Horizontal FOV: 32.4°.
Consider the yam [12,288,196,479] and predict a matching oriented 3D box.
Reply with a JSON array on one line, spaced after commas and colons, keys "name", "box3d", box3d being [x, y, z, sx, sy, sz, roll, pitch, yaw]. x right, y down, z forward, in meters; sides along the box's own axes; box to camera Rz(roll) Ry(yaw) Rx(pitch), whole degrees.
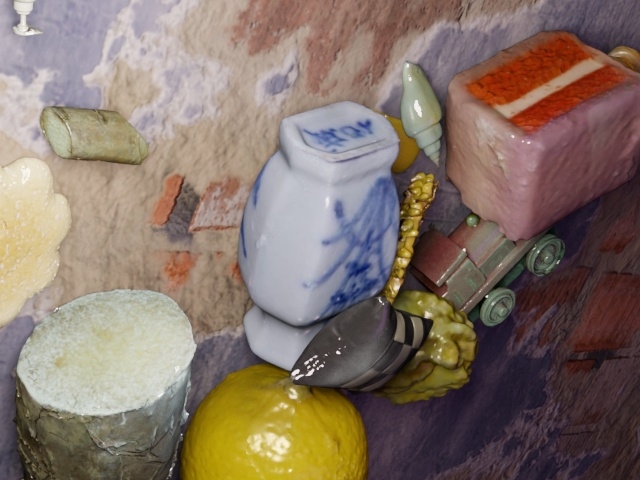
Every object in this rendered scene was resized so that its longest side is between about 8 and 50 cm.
[{"name": "yam", "box3d": [-0.308, 0.264, 1.568, 0.241, 0.241, 0.348, -17, 134, -35]}]

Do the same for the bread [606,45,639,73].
[{"name": "bread", "box3d": [0.543, -0.287, 2.066, 0.177, 0.084, 0.119, -41, 142, -18]}]

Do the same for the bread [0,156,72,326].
[{"name": "bread", "box3d": [-0.399, 0.010, 1.398, 0.182, 0.039, 0.251, 0, 120, -45]}]

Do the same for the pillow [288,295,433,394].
[{"name": "pillow", "box3d": [0.068, 0.163, 1.674, 0.186, 0.106, 0.250, -41, 157, 9]}]

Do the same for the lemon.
[{"name": "lemon", "box3d": [-0.076, 0.361, 1.795, 0.336, 0.336, 0.336, -26, 136, -28]}]

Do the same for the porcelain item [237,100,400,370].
[{"name": "porcelain item", "box3d": [0.000, 0.000, 1.671, 0.242, 0.178, 0.405, -20, 139, -34]}]

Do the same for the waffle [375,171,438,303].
[{"name": "waffle", "box3d": [0.135, 0.001, 1.827, 0.229, 0.051, 0.232, -71, 180, -52]}]

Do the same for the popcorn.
[{"name": "popcorn", "box3d": [0.131, 0.196, 1.952, 0.286, 0.174, 0.225, -1, 142, -4]}]

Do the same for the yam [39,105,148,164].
[{"name": "yam", "box3d": [-0.276, -0.132, 1.379, 0.146, 0.070, 0.070, 0, 120, -43]}]

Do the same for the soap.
[{"name": "soap", "box3d": [0.106, -0.157, 1.770, 0.168, 0.033, 0.089, 10, 104, -48]}]

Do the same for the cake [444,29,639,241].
[{"name": "cake", "box3d": [0.372, -0.179, 1.855, 0.309, 0.237, 0.230, -26, 136, -26]}]

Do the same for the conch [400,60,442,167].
[{"name": "conch", "box3d": [0.169, -0.202, 1.752, 0.088, 0.065, 0.180, -28, 109, -44]}]

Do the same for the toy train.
[{"name": "toy train", "box3d": [0.312, 0.015, 2.039, 0.304, 0.150, 0.221, -46, 136, -2]}]

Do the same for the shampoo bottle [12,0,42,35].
[{"name": "shampoo bottle", "box3d": [-0.327, -0.297, 1.210, 0.077, 0.045, 0.152, -15, 131, -38]}]
